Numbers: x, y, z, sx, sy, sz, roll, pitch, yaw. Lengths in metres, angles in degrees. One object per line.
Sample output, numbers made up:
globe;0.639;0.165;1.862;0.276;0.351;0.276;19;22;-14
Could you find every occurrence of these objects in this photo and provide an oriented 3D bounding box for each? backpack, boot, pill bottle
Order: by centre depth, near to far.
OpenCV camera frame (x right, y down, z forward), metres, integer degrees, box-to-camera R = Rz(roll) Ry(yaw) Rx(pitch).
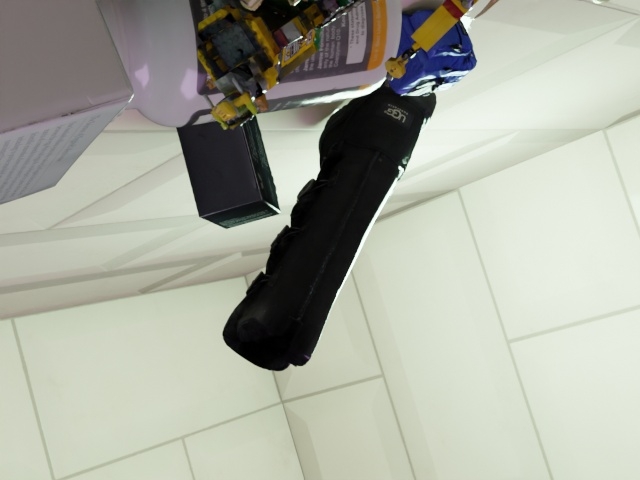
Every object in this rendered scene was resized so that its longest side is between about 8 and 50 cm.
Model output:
pill bottle;-0.085;-0.183;0.773;0.278;0.162;0.162;-13;172;-26
backpack;0.143;-0.238;1.149;0.120;0.098;0.101;-9;166;-44
boot;0.000;-0.001;1.392;0.146;0.445;0.367;25;159;-1

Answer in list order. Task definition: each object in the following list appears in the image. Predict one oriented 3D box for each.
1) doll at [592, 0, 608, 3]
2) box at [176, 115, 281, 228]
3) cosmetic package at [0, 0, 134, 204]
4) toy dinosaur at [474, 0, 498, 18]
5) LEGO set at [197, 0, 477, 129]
doll;0.416;-0.348;1.144;0.129;0.046;0.189;-10;170;-39
box;-0.128;-0.108;1.282;0.093;0.156;0.158;-16;173;5
cosmetic package;-0.251;-0.077;0.491;0.225;0.138;0.224;-21;-179;-28
toy dinosaur;0.258;-0.319;1.048;0.092;0.053;0.183;6;154;-32
LEGO set;-0.034;-0.183;0.476;0.331;0.255;0.192;-8;-152;40
